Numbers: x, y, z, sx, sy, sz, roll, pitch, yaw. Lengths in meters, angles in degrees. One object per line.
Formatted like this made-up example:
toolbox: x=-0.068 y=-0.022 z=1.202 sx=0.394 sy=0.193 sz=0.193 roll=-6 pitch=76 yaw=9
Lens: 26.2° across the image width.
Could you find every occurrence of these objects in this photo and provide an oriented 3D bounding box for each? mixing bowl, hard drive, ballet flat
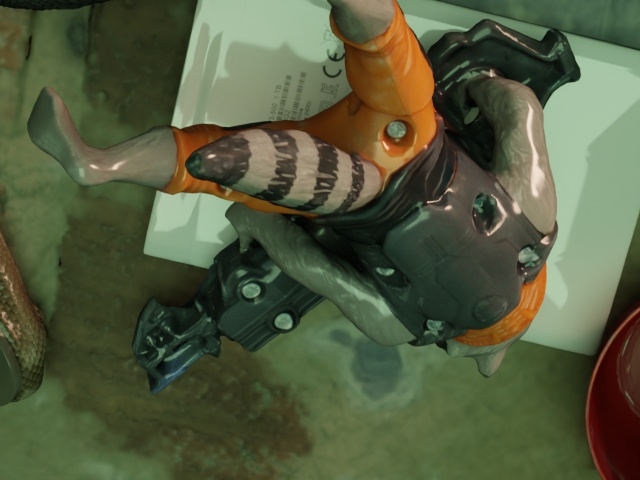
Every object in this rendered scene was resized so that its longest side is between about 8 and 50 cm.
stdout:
mixing bowl: x=0.254 y=0.096 z=0.907 sx=0.181 sy=0.098 sz=0.182 roll=0 pitch=102 yaw=-2
hard drive: x=0.057 y=-0.055 z=0.896 sx=0.307 sy=0.040 sz=0.203 roll=13 pitch=102 yaw=-5
ballet flat: x=-0.238 y=-0.013 z=0.893 sx=0.084 sy=0.058 sz=0.250 roll=-18 pitch=99 yaw=38

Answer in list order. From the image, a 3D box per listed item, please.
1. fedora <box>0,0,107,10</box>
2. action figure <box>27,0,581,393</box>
fedora: x=-0.130 y=-0.209 z=0.727 sx=0.334 sy=0.334 sz=0.153 roll=-8 pitch=111 yaw=0
action figure: x=0.000 y=0.000 z=0.775 sx=0.341 sy=0.178 sz=0.330 roll=-44 pitch=132 yaw=16
